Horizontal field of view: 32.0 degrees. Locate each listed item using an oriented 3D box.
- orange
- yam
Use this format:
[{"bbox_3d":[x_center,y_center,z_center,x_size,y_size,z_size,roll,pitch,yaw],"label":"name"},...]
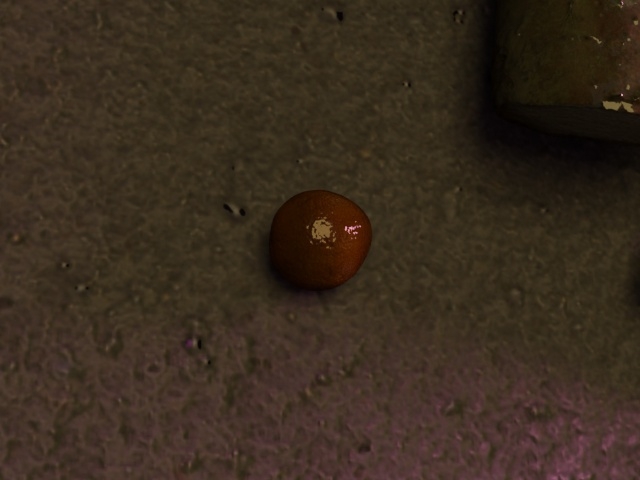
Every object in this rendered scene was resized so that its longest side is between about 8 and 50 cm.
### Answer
[{"bbox_3d":[0.000,0.000,0.865,0.085,0.085,0.085,6,68,-15],"label":"orange"},{"bbox_3d":[0.231,-0.210,0.965,0.168,0.168,0.304,12,67,-13],"label":"yam"}]
